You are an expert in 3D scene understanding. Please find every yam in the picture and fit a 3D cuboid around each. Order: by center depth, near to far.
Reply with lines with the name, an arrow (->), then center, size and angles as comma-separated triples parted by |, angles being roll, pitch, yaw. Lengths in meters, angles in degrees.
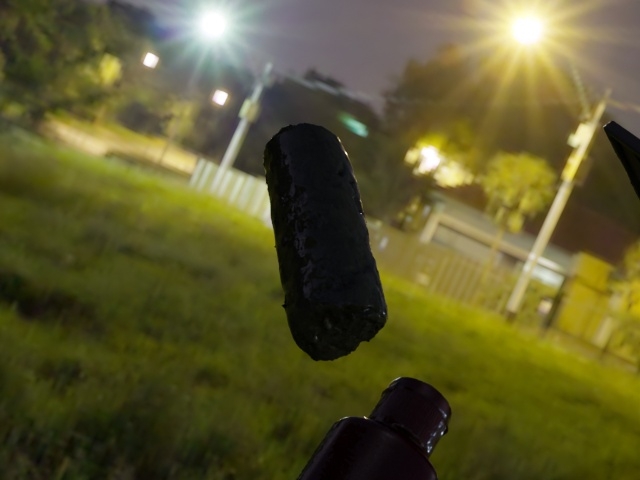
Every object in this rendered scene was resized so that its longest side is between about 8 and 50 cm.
yam -> 0.000, 0.000, 1.031 | 0.078, 0.078, 0.179 | 23, 41, -39

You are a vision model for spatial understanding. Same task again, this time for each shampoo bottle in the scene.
shampoo bottle -> 0.020, 0.215, 1.064 | 0.102, 0.260, 0.064 | 33, -37, 6

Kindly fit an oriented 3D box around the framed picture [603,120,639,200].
framed picture -> 0.356, 0.014, 1.282 | 0.250, 0.016, 0.184 | 57, -1, -30
